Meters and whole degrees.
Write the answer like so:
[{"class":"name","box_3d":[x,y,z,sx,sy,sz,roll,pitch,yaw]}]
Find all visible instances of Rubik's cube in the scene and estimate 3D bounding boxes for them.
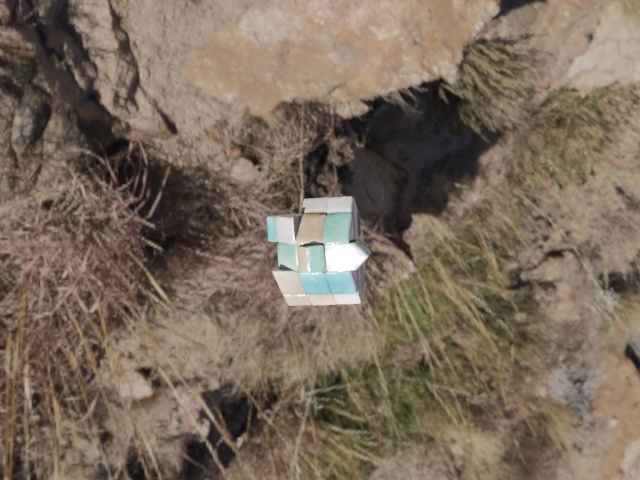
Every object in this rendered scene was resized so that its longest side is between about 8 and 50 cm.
[{"class":"Rubik's cube","box_3d":[-0.002,0.002,0.568,0.075,0.084,0.073,-17,142,5]}]
